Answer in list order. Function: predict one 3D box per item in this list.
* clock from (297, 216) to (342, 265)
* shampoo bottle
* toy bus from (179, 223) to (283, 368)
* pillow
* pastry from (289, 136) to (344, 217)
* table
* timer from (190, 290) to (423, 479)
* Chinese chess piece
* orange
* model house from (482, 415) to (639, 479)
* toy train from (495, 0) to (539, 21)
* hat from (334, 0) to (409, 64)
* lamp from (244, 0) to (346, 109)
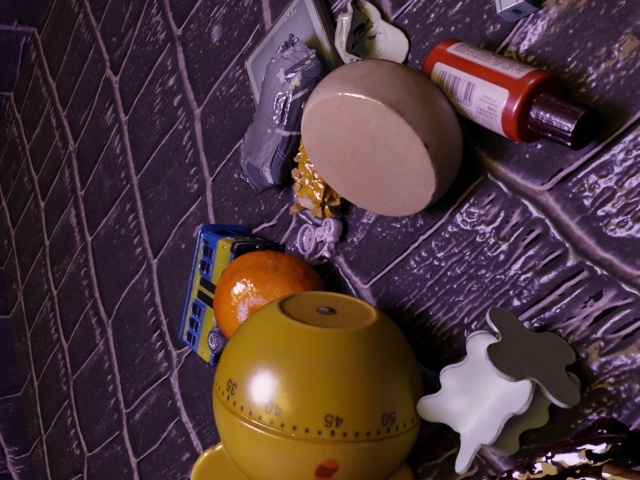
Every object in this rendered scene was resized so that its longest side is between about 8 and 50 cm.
[{"bbox_3d":[0.000,0.000,1.286,0.129,0.041,0.087,-27,63,51],"label":"clock"},{"bbox_3d":[0.272,-0.207,0.935,0.278,0.104,0.104,40,117,43],"label":"shampoo bottle"},{"bbox_3d":[-0.199,0.121,1.434,0.175,0.138,0.287,25,106,46],"label":"toy bus"},{"bbox_3d":[-0.086,-0.239,1.301,0.161,0.093,0.334,51,129,45],"label":"pillow"},{"bbox_3d":[0.011,-0.162,1.235,0.154,0.102,0.249,38,114,38],"label":"pastry"},{"bbox_3d":[0.244,0.220,0.909,0.166,0.167,0.198,57,135,35],"label":"table"},{"bbox_3d":[-0.012,0.288,1.056,0.376,0.376,0.386,21,109,48],"label":"timer"},{"bbox_3d":[0.096,-0.161,1.035,0.273,0.102,0.273,26,147,18],"label":"Chinese chess piece"},{"bbox_3d":[-0.096,0.120,1.264,0.224,0.170,0.223,2,103,8],"label":"orange"},{"bbox_3d":[0.311,0.347,0.726,0.283,0.317,0.297,16,87,45],"label":"model house"},{"bbox_3d":[0.285,-0.453,0.979,0.052,0.051,0.233,-14,77,44],"label":"toy train"},{"bbox_3d":[0.094,-0.367,1.193,0.166,0.081,0.122,36,76,29],"label":"hat"},{"bbox_3d":[-0.057,-0.357,1.372,0.266,0.047,0.269,-37,61,41],"label":"lamp"}]
